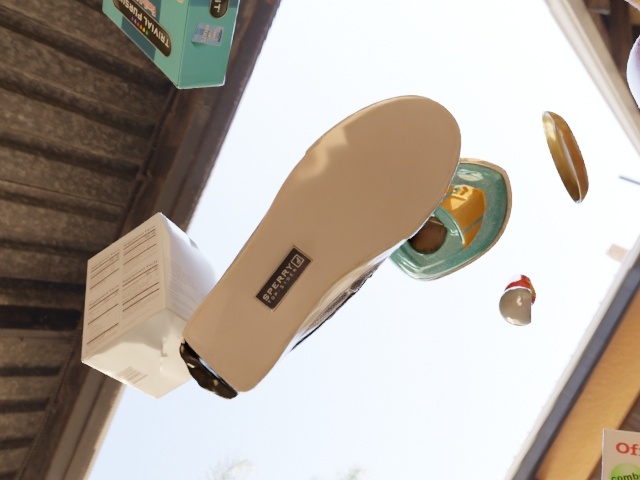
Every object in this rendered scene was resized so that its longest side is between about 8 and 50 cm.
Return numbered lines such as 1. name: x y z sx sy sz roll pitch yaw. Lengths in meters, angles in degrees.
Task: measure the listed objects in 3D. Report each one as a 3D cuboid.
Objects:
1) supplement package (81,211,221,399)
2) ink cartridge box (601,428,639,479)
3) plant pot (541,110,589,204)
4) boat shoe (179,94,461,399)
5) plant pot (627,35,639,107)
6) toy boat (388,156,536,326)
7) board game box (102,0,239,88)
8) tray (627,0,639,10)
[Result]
1. supplement package: -0.324 0.129 1.124 0.198 0.262 0.199 -32 -47 11
2. ink cartridge box: 0.532 0.441 0.825 0.197 0.198 0.270 40 -125 -45
3. plant pot: 0.577 -0.198 1.322 0.032 0.236 0.236 -20 -37 15
4. boat shoe: 0.000 0.000 0.578 0.340 0.127 0.158 -46 -2 8
5. plant pot: 0.761 -0.311 1.115 0.243 0.275 0.274 -61 -28 -43
6. toy boat: 0.264 0.010 0.999 0.267 0.318 0.148 -46 -4 26
7. board game box: -0.196 -0.418 0.754 0.079 0.254 0.336 -18 -38 -38
8. tray: 0.370 -0.359 0.500 0.203 0.076 0.410 23 -108 -19
